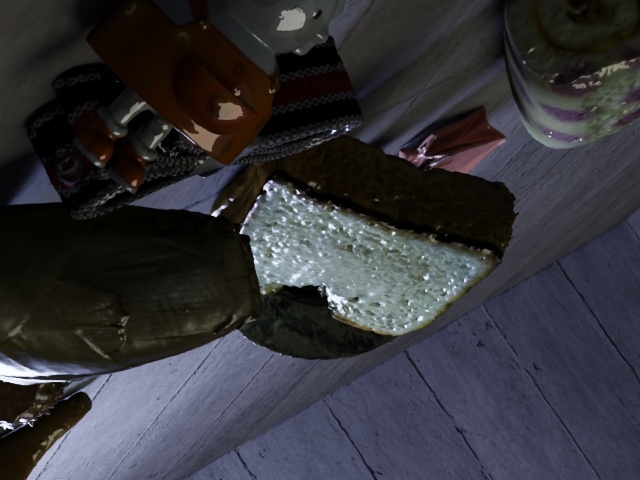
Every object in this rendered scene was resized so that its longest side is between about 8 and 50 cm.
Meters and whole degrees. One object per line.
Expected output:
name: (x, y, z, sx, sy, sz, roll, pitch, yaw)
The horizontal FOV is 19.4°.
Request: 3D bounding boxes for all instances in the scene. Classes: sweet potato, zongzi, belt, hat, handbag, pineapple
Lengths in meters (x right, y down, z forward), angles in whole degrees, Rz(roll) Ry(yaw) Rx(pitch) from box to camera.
sweet potato: (-0.427, 0.300, 2.381, 0.346, 0.079, 0.108, -30, 157, -40)
zongzi: (-0.215, 0.031, 1.453, 0.273, 0.145, 0.300, -8, 169, 20)
belt: (-0.089, -0.102, 1.524, 0.126, 0.094, 0.359, -35, 169, 33)
hat: (0.000, 0.000, 2.113, 0.265, 0.265, 0.128, -37, -155, 18)
handbag: (0.127, -0.080, 2.396, 0.157, 0.059, 0.212, -24, 164, -49)
pineapple: (-0.303, 0.135, 1.948, 0.119, 0.111, 0.237, -5, 178, 7)

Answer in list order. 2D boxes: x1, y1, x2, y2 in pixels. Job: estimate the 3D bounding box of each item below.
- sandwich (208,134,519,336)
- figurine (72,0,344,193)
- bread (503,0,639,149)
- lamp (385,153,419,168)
sandwich: (0.031, -0.004, 1.938, 0.273, 0.095, 0.249, 18, 146, -18)
figurine: (-0.067, -0.153, 1.312, 0.271, 0.143, 0.143, -57, 173, -9)
bread: (0.303, -0.206, 2.084, 0.187, 0.155, 0.338, -30, 170, 0)
lamp: (0.073, -0.035, 2.223, 0.136, 0.136, 0.136, -33, 170, -7)
